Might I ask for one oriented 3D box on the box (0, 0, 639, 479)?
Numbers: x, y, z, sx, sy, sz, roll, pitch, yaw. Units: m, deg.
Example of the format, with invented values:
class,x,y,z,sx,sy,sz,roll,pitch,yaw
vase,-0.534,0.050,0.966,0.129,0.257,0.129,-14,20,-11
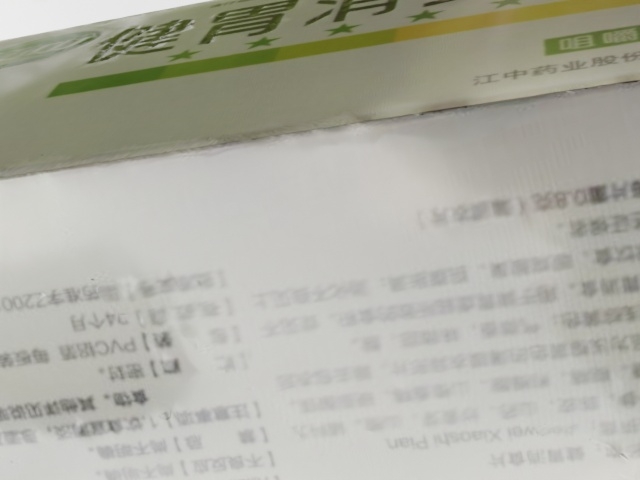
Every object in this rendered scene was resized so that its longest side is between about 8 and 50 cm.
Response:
class,x,y,z,sx,sy,sz,roll,pitch,yaw
box,-0.002,0.001,0.483,0.173,0.333,0.145,-70,-31,-65
